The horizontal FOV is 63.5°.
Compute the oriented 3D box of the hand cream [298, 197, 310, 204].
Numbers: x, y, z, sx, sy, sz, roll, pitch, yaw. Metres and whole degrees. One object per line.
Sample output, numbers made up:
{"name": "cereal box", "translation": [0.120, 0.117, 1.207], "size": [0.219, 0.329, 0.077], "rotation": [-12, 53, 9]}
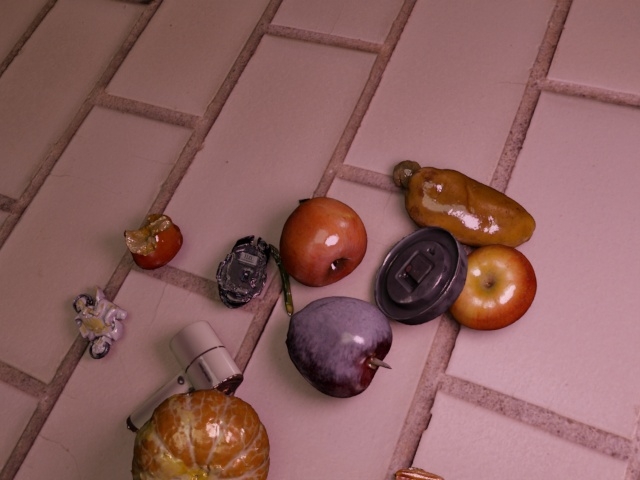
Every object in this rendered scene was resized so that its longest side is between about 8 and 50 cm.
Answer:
{"name": "hand cream", "translation": [-0.047, -0.076, 1.598], "size": [0.036, 0.023, 0.122], "rotation": [-8, 62, 8]}

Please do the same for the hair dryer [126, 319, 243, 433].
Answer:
{"name": "hair dryer", "translation": [-0.402, 0.409, 1.420], "size": [0.362, 0.128, 0.203], "rotation": [-41, 66, 1]}

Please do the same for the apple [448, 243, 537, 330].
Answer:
{"name": "apple", "translation": [0.439, 0.127, 1.337], "size": [0.235, 0.173, 0.210], "rotation": [-27, 60, 11]}

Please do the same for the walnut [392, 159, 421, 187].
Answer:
{"name": "walnut", "translation": [0.261, -0.201, 1.561], "size": [0.092, 0.092, 0.092], "rotation": [-4, 67, 9]}

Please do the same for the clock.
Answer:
{"name": "clock", "translation": [0.261, 0.092, 1.363], "size": [0.281, 0.055, 0.280], "rotation": [-35, 35, 30]}

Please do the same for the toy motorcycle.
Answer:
{"name": "toy motorcycle", "translation": [-0.658, 0.237, 1.558], "size": [0.151, 0.074, 0.228], "rotation": [-30, 63, -5]}

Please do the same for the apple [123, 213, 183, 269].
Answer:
{"name": "apple", "translation": [-0.505, 0.004, 1.591], "size": [0.158, 0.147, 0.156], "rotation": [-23, 32, -10]}

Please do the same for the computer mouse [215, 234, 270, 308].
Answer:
{"name": "computer mouse", "translation": [-0.227, 0.094, 1.528], "size": [0.147, 0.077, 0.241], "rotation": [19, 66, -3]}

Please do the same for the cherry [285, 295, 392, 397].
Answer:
{"name": "cherry", "translation": [0.055, 0.267, 1.325], "size": [0.296, 0.218, 0.255], "rotation": [25, 81, 24]}

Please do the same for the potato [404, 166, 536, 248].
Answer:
{"name": "potato", "translation": [0.411, -0.081, 1.447], "size": [0.369, 0.195, 0.176], "rotation": [23, 117, 12]}

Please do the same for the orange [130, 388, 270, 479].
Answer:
{"name": "orange", "translation": [-0.283, 0.517, 1.247], "size": [0.329, 0.249, 0.329], "rotation": [-3, 100, -16]}

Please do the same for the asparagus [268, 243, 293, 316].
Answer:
{"name": "asparagus", "translation": [-0.112, 0.110, 1.528], "size": [0.034, 0.027, 0.236], "rotation": [-14, 65, -7]}

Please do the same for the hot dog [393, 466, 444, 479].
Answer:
{"name": "hot dog", "translation": [0.242, 0.584, 1.255], "size": [0.133, 0.041, 0.056], "rotation": [12, 70, 8]}

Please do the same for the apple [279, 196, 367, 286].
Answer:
{"name": "apple", "translation": [0.000, 0.000, 1.449], "size": [0.254, 0.253, 0.253], "rotation": [-4, 67, 9]}
